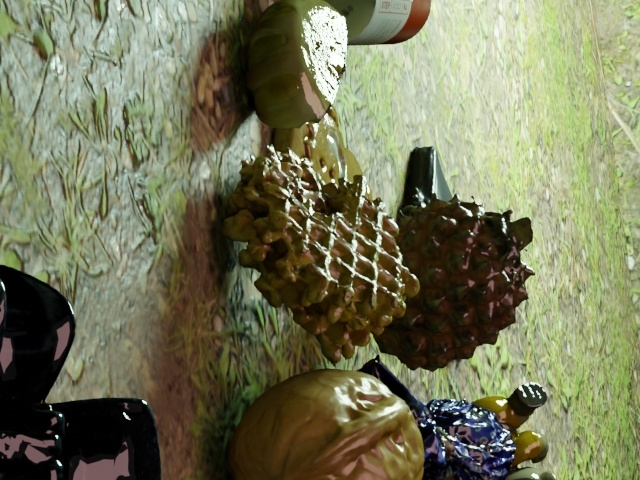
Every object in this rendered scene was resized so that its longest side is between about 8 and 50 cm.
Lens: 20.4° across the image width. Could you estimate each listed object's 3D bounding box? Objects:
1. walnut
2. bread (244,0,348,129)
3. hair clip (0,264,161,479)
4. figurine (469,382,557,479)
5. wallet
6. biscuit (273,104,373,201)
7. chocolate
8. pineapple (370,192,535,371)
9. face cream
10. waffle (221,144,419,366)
[{"bbox_3d":[0.005,0.189,1.509,0.207,0.159,0.159,-16,99,-64],"label":"walnut"},{"bbox_3d":[-0.029,-0.168,1.626,0.094,0.083,0.157,52,34,-51],"label":"bread"},{"bbox_3d":[-0.206,0.122,0.852,0.194,0.206,0.310,25,61,-67],"label":"hair clip"},{"bbox_3d":[0.221,0.308,2.071,0.167,0.192,0.256,-6,64,-45],"label":"figurine"},{"bbox_3d":[0.152,0.003,2.143,0.149,0.044,0.250,-83,156,-43],"label":"wallet"},{"bbox_3d":[0.008,-0.045,1.763,0.249,0.035,0.184,56,33,-53],"label":"biscuit"},{"bbox_3d":[0.096,0.207,1.802,0.343,0.126,0.148,30,69,-65],"label":"chocolate"},{"bbox_3d":[0.130,0.032,1.749,0.166,0.193,0.166,46,23,-26],"label":"pineapple"},{"bbox_3d":[0.042,-0.248,1.831,0.214,0.096,0.095,-18,101,-70],"label":"face cream"},{"bbox_3d":[0.000,0.000,1.572,0.197,0.070,0.193,53,31,0],"label":"waffle"}]
